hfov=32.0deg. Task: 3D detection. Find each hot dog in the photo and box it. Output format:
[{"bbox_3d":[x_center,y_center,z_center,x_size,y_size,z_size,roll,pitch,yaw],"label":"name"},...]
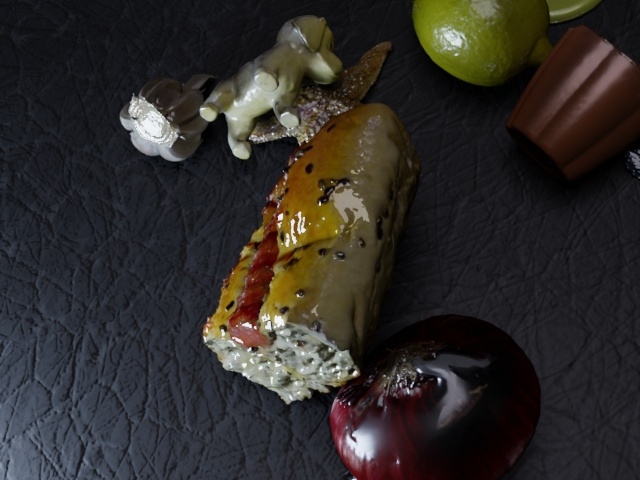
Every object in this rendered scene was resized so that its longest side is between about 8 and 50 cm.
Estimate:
[{"bbox_3d":[0.000,0.000,1.475,0.196,0.367,0.365,30,67,-12],"label":"hot dog"}]

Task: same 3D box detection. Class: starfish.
[{"bbox_3d":[0.023,-0.206,1.714,0.299,0.060,0.302,7,67,14],"label":"starfish"}]

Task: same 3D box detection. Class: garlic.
[{"bbox_3d":[-0.231,-0.208,1.732,0.131,0.127,0.194,26,45,-1],"label":"garlic"}]

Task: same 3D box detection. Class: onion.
[{"bbox_3d":[0.161,0.237,1.440,0.273,0.285,0.273,-25,30,16],"label":"onion"}]

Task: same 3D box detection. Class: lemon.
[{"bbox_3d":[0.236,-0.333,1.674,0.248,0.184,0.184,32,74,19],"label":"lemon"}]

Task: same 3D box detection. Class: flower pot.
[{"bbox_3d":[0.367,-0.185,1.601,0.173,0.190,0.190,-44,67,1],"label":"flower pot"}]

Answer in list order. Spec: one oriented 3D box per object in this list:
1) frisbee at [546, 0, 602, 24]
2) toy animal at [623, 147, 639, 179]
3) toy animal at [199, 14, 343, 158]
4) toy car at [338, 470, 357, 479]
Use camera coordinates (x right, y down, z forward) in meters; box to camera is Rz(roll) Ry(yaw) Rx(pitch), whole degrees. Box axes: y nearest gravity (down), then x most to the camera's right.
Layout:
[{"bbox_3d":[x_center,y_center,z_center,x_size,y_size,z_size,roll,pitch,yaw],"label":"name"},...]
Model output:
[{"bbox_3d":[0.360,-0.449,1.794,0.236,0.017,0.236,-3,66,6],"label":"frisbee"},{"bbox_3d":[0.529,-0.071,1.590,0.220,0.062,0.108,23,54,18],"label":"toy animal"},{"bbox_3d":[-0.072,-0.232,1.659,0.233,0.121,0.168,-33,31,22],"label":"toy animal"},{"bbox_3d":[0.082,0.374,1.448,0.165,0.062,0.071,35,76,20],"label":"toy car"}]
